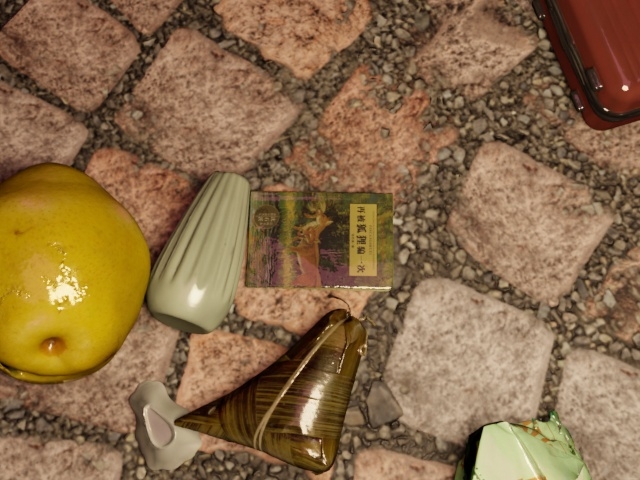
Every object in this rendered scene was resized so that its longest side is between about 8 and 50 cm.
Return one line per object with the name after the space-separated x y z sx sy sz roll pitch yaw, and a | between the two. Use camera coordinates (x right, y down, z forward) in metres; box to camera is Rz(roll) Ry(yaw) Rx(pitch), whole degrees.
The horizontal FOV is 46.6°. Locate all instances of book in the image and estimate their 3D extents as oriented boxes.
0.000 0.000 1.169 0.228 0.024 0.160 1 74 2 | book

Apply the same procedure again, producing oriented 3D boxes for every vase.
-0.172 0.012 1.123 0.128 0.128 0.248 15 69 4 | vase

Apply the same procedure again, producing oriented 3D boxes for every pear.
-0.380 0.037 1.061 0.285 0.285 0.336 4 41 2 | pear

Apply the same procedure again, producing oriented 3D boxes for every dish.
-0.239 0.271 1.100 0.091 0.039 0.137 -28 79 -5 | dish

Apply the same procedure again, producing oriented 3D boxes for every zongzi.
-0.065 0.188 1.087 0.241 0.111 0.247 15 72 9 | zongzi

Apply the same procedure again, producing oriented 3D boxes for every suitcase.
0.487 -0.341 1.169 0.236 0.161 0.297 -17 76 -3 | suitcase

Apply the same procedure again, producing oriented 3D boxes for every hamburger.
0.288 0.344 1.030 0.214 0.125 0.235 18 50 -4 | hamburger
